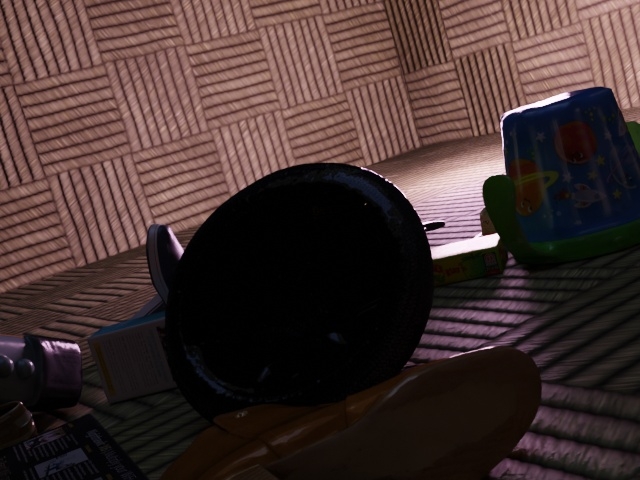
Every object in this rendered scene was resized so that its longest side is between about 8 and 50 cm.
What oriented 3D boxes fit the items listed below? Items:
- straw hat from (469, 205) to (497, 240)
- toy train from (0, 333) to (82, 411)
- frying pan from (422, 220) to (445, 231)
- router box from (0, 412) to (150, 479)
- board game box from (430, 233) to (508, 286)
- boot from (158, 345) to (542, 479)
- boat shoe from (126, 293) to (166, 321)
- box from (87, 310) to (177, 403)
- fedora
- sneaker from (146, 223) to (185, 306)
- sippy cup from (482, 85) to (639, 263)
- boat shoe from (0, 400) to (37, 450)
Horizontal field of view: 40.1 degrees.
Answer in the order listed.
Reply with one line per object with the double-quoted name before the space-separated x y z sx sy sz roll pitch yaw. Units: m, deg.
"straw hat" 0.312 -0.035 1.537 0.145 0.061 0.144 -17 8 2
"toy train" -0.474 0.175 1.161 0.190 0.142 0.334 -12 -17 23
"frying pan" 0.089 0.003 1.443 0.197 0.053 0.326 -7 -1 16
"router box" -0.264 0.251 0.714 0.243 0.081 0.309 -20 9 -22
"board game box" 0.193 0.037 1.358 0.181 0.043 0.092 -13 9 20
"boot" 0.014 0.157 0.729 0.295 0.104 0.211 -25 11 -23
"boat shoe" -0.279 0.149 1.492 0.183 0.083 0.065 -42 2 15
"box" -0.185 0.142 1.202 0.244 0.100 0.060 -15 8 8
"fedora" -0.008 0.077 0.984 0.334 0.334 0.152 -12 -24 28
"sneaker" -0.146 0.062 1.255 0.164 0.226 0.086 -11 29 11
"sippy cup" 0.377 -0.105 1.318 0.240 0.224 0.305 -13 9 20
"boat shoe" -0.458 0.245 1.093 0.190 0.072 0.068 -20 36 -17
